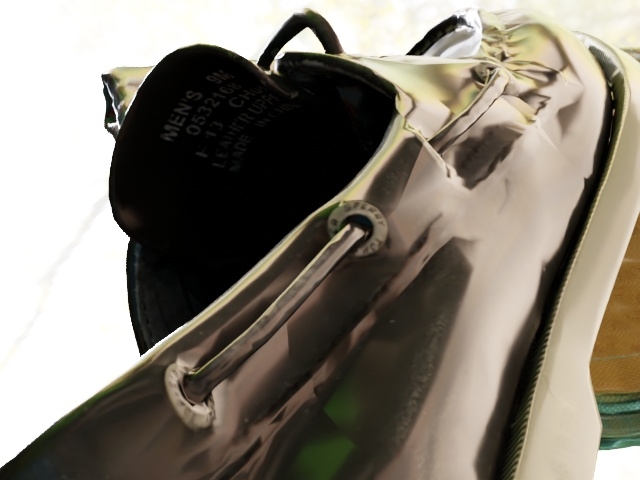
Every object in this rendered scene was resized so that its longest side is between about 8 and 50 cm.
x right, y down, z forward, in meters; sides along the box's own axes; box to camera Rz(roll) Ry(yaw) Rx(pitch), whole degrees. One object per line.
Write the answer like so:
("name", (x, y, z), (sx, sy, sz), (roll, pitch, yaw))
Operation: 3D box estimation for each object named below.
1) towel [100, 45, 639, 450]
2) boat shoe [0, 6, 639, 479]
("towel", (0.117, -0.006, 0.720), (0.370, 0.040, 0.271), (-4, -149, -14))
("boat shoe", (-0.003, 0.003, 0.450), (0.113, 0.127, 0.340), (38, -147, -9))
